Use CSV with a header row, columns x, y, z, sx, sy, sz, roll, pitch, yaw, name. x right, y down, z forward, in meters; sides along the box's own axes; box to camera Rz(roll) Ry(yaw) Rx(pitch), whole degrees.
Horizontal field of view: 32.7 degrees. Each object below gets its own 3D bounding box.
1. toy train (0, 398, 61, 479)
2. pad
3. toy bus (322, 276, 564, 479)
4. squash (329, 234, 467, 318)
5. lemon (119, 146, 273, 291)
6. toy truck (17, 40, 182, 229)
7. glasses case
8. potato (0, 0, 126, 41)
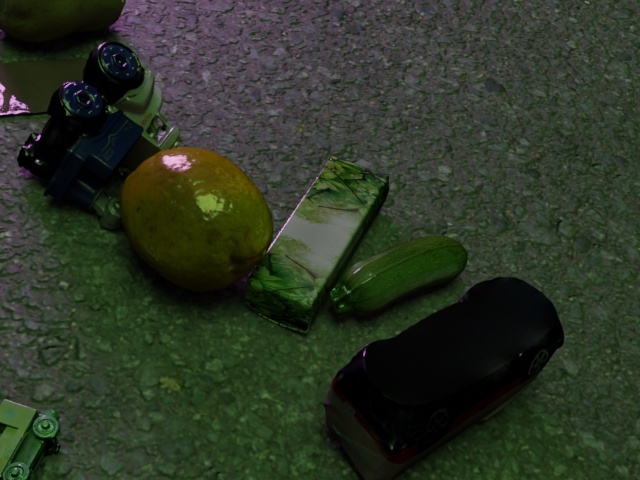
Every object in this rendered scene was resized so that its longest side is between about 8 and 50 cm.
x,y,z,sx,sy,sz,roll,pitch,yaw,name
-0.330,0.228,1.174,0.081,0.050,0.122,18,48,7,toy train
-0.417,-0.221,1.573,0.188,0.006,0.113,-8,51,-23,pad
0.147,0.160,1.292,0.303,0.147,0.127,-26,60,-34,toy bus
0.105,0.044,1.433,0.219,0.077,0.068,-22,50,-28,squash
-0.155,-0.027,1.363,0.170,0.170,0.207,-26,56,-32,lemon
-0.280,-0.138,1.455,0.177,0.161,0.213,37,47,-8,toy truck
0.000,0.000,1.453,0.095,0.062,0.272,21,47,14,glasses case
-0.386,-0.366,1.627,0.194,0.157,0.157,4,48,-29,potato
